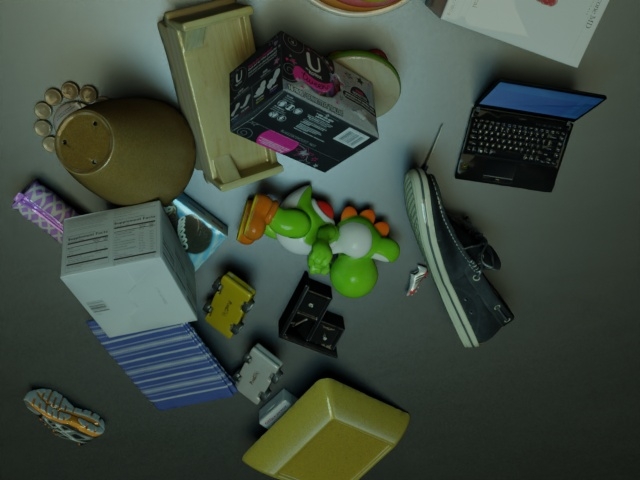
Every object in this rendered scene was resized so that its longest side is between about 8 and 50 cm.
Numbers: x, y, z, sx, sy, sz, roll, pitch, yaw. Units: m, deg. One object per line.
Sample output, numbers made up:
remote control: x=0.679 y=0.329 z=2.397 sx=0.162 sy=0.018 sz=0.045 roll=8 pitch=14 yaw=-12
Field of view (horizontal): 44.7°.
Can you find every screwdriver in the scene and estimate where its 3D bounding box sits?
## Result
screwdriver: x=0.243 y=-0.178 z=1.728 sx=0.025 sy=0.024 sz=0.170 roll=31 pitch=114 yaw=14

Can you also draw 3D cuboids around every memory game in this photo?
memory game: x=-0.519 y=-0.247 z=1.659 sx=0.186 sy=0.012 sz=0.186 roll=-1 pitch=116 yaw=-2

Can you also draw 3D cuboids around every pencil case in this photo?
pencil case: x=-0.578 y=-0.042 z=1.713 sx=0.206 sy=0.088 sz=0.086 roll=40 pitch=105 yaw=-19

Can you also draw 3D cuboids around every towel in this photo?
towel: x=-0.372 y=0.279 z=1.866 sx=0.243 sy=0.040 sz=0.336 roll=-16 pitch=124 yaw=20

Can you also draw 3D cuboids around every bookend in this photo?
bookend: x=0.001 y=0.179 z=1.861 sx=0.157 sy=0.072 sz=0.156 roll=23 pitch=112 yaw=-14

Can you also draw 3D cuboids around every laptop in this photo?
laptop: x=0.440 y=-0.216 z=1.658 sx=0.234 sy=0.137 sz=0.265 roll=8 pitch=115 yaw=-6

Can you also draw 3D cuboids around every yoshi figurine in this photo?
yoshi figurine: x=-0.004 y=0.026 z=1.734 sx=0.362 sy=0.204 sz=0.203 roll=15 pitch=130 yaw=-13

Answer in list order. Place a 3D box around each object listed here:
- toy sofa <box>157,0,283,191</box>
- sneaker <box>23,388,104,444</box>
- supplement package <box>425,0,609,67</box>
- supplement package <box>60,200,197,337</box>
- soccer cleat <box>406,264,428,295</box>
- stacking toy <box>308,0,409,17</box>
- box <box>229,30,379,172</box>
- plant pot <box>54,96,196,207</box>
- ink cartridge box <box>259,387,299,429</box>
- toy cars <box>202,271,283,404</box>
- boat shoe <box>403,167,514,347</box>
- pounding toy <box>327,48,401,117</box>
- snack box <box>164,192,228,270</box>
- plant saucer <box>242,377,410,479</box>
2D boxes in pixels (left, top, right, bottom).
toy sofa: x=-0.202 y=-0.299 z=1.595 sx=0.150 sy=0.177 sz=0.363 roll=-21 pitch=118 yaw=-20
sneaker: x=-0.652 y=0.450 z=1.952 sx=0.214 sy=0.084 sz=0.083 roll=37 pitch=114 yaw=-19
supplement package: x=0.380 y=-0.478 z=1.506 sx=0.292 sy=0.175 sz=0.178 roll=16 pitch=113 yaw=-11
supplement package: x=-0.390 y=0.065 z=1.616 sx=0.203 sy=0.145 sz=0.262 roll=-11 pitch=145 yaw=2
soccer cleat: x=0.224 y=0.095 z=1.859 sx=0.035 sy=0.029 sz=0.083 roll=32 pitch=107 yaw=-8
stacking toy: x=0.087 y=-0.519 z=1.301 sx=0.350 sy=0.480 sz=0.351 roll=-1 pitch=115 yaw=-3
box: x=-0.030 y=-0.259 z=1.483 sx=0.247 sy=0.142 sz=0.163 roll=19 pitch=144 yaw=-40
plant pot: x=-0.397 y=-0.175 z=1.509 sx=0.237 sy=0.254 sz=0.237 roll=0 pitch=92 yaw=12
ink cartridge box: x=-0.077 y=0.458 z=2.000 sx=0.135 sy=0.056 sz=0.099 roll=41 pitch=106 yaw=-21
toy cars: x=-0.170 y=0.226 z=1.863 sx=0.176 sy=0.087 sz=0.394 roll=3 pitch=124 yaw=35
boat shoe: x=0.312 y=0.033 z=1.751 sx=0.155 sy=0.187 sz=0.500 roll=-24 pitch=121 yaw=7
pounding toy: x=0.060 y=-0.333 z=1.615 sx=0.182 sy=0.110 sz=0.237 roll=23 pitch=142 yaw=-25
snack box: x=-0.383 y=0.036 z=1.776 sx=0.187 sy=0.060 sz=0.322 roll=38 pitch=108 yaw=-19
plant saucer: x=0.028 y=0.529 z=1.980 sx=0.332 sy=0.081 sz=0.333 roll=30 pitch=112 yaw=-34
